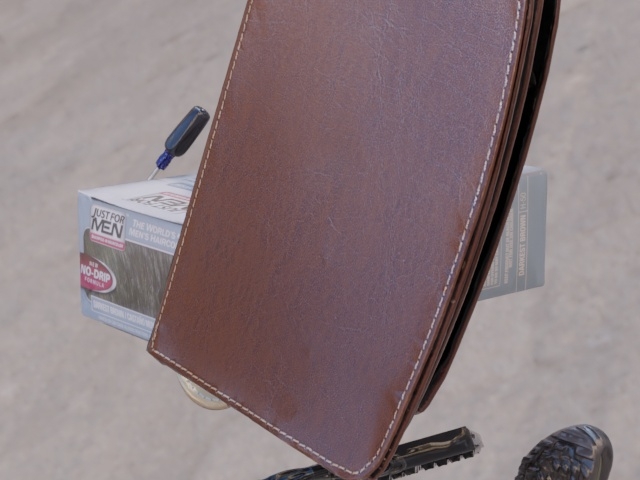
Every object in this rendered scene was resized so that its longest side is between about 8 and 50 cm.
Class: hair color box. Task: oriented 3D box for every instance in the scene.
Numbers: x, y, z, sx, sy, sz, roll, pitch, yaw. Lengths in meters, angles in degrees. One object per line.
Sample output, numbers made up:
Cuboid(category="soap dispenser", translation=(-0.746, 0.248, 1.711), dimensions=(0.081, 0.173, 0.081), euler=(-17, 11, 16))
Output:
Cuboid(category="hair color box", translation=(0.000, 0.000, 1.365), dimensions=(0.374, 0.114, 0.185), euler=(-10, 16, -38))

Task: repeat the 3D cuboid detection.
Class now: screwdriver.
Cuboid(category="screwdriver", translation=(-0.157, -0.056, 1.479), dimensions=(0.170, 0.024, 0.025), euler=(-53, 36, 15))

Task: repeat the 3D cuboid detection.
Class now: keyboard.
Cuboid(category="keyboard", translation=(-0.006, 0.229, 1.481), dimensions=(0.317, 0.033, 0.201), euler=(-18, -15, 10))

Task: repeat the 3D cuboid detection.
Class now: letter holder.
Cuboid(category="letter holder", translation=(0.053, -0.029, 0.959), dimensions=(0.152, 0.302, 0.214), euler=(4, 17, -47))

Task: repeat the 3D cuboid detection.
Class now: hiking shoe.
Cuboid(category="hiking shoe", translation=(0.246, 0.251, 1.524), dimensions=(0.114, 0.227, 0.086), euler=(-20, 48, -33))

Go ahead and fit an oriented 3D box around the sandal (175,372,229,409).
Cuboid(category="sandal", translation=(-0.032, 0.003, 1.127), dimensions=(0.240, 0.088, 0.079), euler=(-57, -7, -17))
